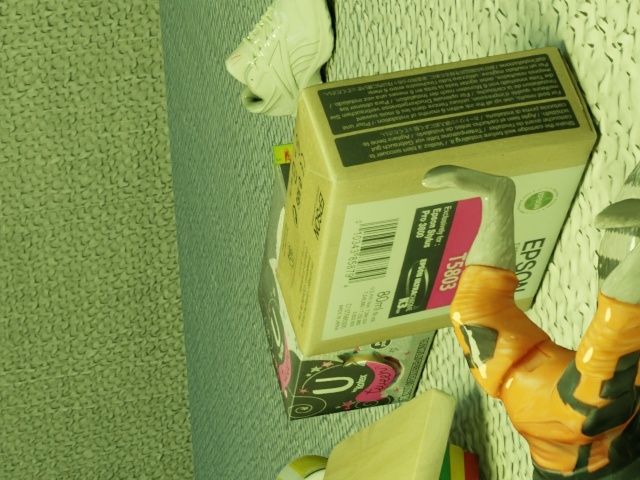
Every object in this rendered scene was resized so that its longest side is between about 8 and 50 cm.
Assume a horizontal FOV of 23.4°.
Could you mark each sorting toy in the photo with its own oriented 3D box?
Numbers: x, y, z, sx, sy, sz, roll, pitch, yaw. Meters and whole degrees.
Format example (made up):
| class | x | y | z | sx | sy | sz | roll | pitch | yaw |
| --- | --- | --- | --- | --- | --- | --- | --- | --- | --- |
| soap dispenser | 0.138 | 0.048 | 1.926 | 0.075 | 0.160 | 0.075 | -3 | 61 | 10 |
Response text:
| class | x | y | z | sx | sy | sz | roll | pitch | yaw |
| --- | --- | --- | --- | --- | --- | --- | --- | --- | --- |
| sorting toy | 0.064 | 0.294 | 1.413 | 0.257 | 0.089 | 0.255 | 136 | 153 | -62 |

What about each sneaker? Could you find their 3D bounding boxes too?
| class | x | y | z | sx | sy | sz | roll | pitch | yaw |
| --- | --- | --- | --- | --- | --- | --- | --- | --- | --- |
| sneaker | -0.050 | -0.219 | 1.769 | 0.232 | 0.115 | 0.090 | 95 | 162 | -47 |

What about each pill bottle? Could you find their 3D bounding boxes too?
| class | x | y | z | sx | sy | sz | roll | pitch | yaw |
| --- | --- | --- | --- | --- | --- | --- | --- | --- | --- |
| pill bottle | -0.004 | 0.326 | 1.946 | 0.184 | 0.103 | 0.103 | -177 | 79 | -78 |

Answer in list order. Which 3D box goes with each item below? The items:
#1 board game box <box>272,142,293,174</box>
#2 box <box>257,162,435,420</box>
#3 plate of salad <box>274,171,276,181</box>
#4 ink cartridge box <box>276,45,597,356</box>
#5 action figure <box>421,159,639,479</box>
| class | x | y | z | sx | sy | sz | roll | pitch | yaw |
| --- | --- | --- | --- | --- | --- | --- | --- | --- | --- |
| board game box | 0.013 | -0.086 | 1.620 | 0.181 | 0.092 | 0.043 | -170 | 72 | -77 |
| box | 0.025 | 0.050 | 1.534 | 0.247 | 0.142 | 0.163 | 100 | 159 | -57 |
| plate of salad | 0.000 | 0.000 | 1.760 | 0.200 | 0.048 | 0.200 | 61 | -166 | -26 |
| ink cartridge box | 0.076 | -0.023 | 1.125 | 0.234 | 0.193 | 0.088 | 98 | 158 | -55 |
| action figure | 0.194 | 0.123 | 0.902 | 0.341 | 0.178 | 0.330 | 7 | 114 | 50 |
